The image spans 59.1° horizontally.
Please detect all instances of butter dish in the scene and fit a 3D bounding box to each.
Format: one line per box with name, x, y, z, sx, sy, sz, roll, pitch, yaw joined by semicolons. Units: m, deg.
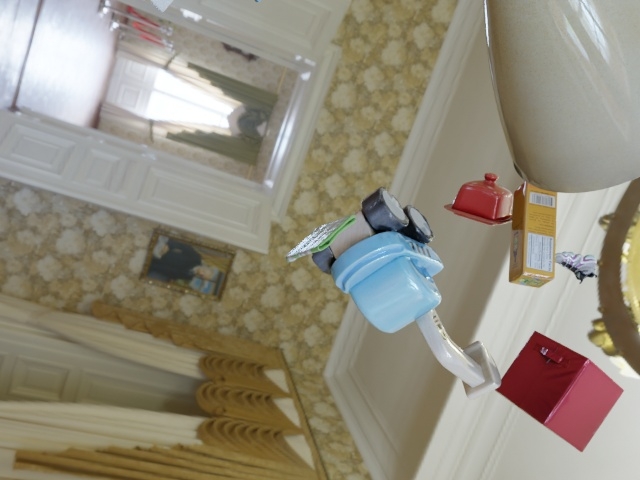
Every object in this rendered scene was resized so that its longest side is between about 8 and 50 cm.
butter dish;0.414;-0.111;1.412;0.159;0.160;0.118;21;-71;33

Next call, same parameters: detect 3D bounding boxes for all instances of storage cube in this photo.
storage cube;0.602;0.379;1.435;0.193;0.215;0.183;-55;-152;-2

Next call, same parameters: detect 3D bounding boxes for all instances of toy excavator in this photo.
toy excavator;0.219;0.153;1.318;0.222;0.433;0.445;-35;-120;24

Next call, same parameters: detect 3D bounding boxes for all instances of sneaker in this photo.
sneaker;0.551;0.062;1.221;0.038;0.098;0.069;87;7;-61

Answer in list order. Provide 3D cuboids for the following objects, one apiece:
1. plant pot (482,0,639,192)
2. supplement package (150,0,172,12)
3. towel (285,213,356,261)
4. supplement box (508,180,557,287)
plant pot;0.324;-0.246;0.731;0.256;0.274;0.256;-27;-143;22
supplement package;-0.323;-0.530;1.073;0.105;0.105;0.179;-44;-136;7
towel;0.000;0.000;1.119;0.113;0.023;0.152;-43;-168;-26
supplement box;0.476;-0.016;1.264;0.078;0.080;0.233;105;-3;-71
